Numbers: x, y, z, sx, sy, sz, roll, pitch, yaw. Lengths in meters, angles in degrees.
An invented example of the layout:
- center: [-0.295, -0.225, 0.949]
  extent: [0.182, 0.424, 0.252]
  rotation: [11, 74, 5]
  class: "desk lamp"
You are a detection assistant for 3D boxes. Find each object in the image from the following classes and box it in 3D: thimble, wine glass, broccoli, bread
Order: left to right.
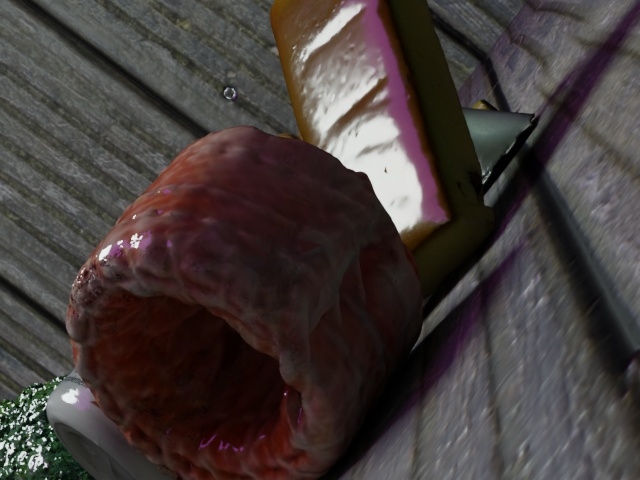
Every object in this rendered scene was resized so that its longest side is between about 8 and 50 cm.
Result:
- center: [-0.191, 0.245, 1.496]
  extent: [0.270, 0.270, 0.270]
  rotation: [-53, -30, -12]
  class: "broccoli"
- center: [-0.052, 0.051, 1.144]
  extent: [0.162, 0.239, 0.239]
  rotation: [-50, -1, -42]
  class: "thimble"
- center: [0.046, -0.108, 1.346]
  extent: [0.138, 0.077, 0.361]
  rotation: [-45, 42, 35]
  class: "bread"
- center: [0.099, -0.128, 1.522]
  extent: [0.122, 0.183, 0.122]
  rotation: [-50, 0, 0]
  class: "wine glass"

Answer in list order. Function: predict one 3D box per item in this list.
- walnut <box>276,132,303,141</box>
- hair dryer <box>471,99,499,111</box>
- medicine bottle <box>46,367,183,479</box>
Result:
- center: [0.000, 0.000, 1.551]
  extent: [0.213, 0.213, 0.213]
  rotation: [-53, 2, 2]
  class: "walnut"
- center: [0.095, -0.041, 1.751]
  extent: [0.278, 0.090, 0.135]
  rotation: [-47, 1, 2]
  class: "hair dryer"
- center: [-0.079, 0.087, 1.349]
  extent: [0.288, 0.157, 0.157]
  rotation: [-48, 0, -21]
  class: "medicine bottle"
